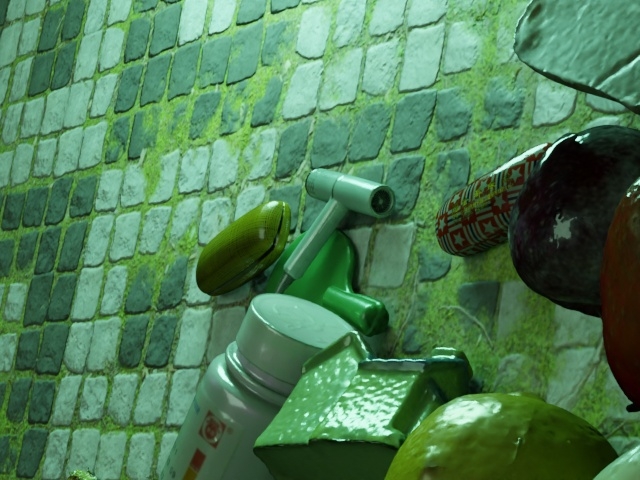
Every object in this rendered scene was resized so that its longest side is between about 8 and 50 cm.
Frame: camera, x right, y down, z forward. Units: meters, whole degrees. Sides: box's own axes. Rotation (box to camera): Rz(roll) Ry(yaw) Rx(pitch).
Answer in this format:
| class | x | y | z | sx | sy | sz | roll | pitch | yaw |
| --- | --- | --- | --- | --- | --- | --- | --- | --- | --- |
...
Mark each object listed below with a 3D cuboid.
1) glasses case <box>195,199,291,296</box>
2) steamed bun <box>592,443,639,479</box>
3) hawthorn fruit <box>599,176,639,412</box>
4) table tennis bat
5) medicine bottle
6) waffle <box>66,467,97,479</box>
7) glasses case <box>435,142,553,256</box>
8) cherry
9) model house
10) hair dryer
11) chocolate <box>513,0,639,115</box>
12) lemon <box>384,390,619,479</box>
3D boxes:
| class | x | y | z | sx | sy | sz | roll | pitch | yaw |
| --- | --- | --- | --- | --- | --- | --- | --- | --- | --- |
| glasses case | -0.103 | 0.014 | 2.254 | 0.234 | 0.064 | 0.079 | -34 | 38 | 58 |
| steamed bun | 0.331 | 0.313 | 1.364 | 0.334 | 0.233 | 0.312 | -49 | 37 | 19 |
| hawthorn fruit | 0.333 | 0.055 | 1.470 | 0.300 | 0.254 | 0.254 | -51 | 38 | 43 |
| table tennis bat | 0.007 | 0.066 | 2.118 | 0.257 | 0.039 | 0.160 | 24 | 88 | 59 |
| medicine bottle | -0.072 | 0.218 | 2.022 | 0.170 | 0.170 | 0.293 | 49 | 121 | 52 |
| waffle | -0.316 | 0.377 | 2.425 | 0.161 | 0.046 | 0.192 | -55 | 37 | 27 |
| glasses case | 0.193 | -0.041 | 1.887 | 0.194 | 0.049 | 0.073 | -33 | 50 | 43 |
| cherry | 0.272 | -0.015 | 1.647 | 0.195 | 0.195 | 0.195 | -29 | 52 | 46 |
| model house | 0.079 | 0.205 | 1.864 | 0.214 | 0.195 | 0.189 | -9 | 42 | 38 |
| hair dryer | 0.003 | 0.003 | 2.120 | 0.155 | 0.044 | 0.183 | 16 | 77 | 59 |
| chocolate | 0.314 | -0.205 | 1.765 | 0.157 | 0.080 | 0.254 | -55 | 36 | -1 |
| lemon | 0.169 | 0.278 | 1.595 | 0.260 | 0.260 | 0.284 | 3 | 52 | 56 |
